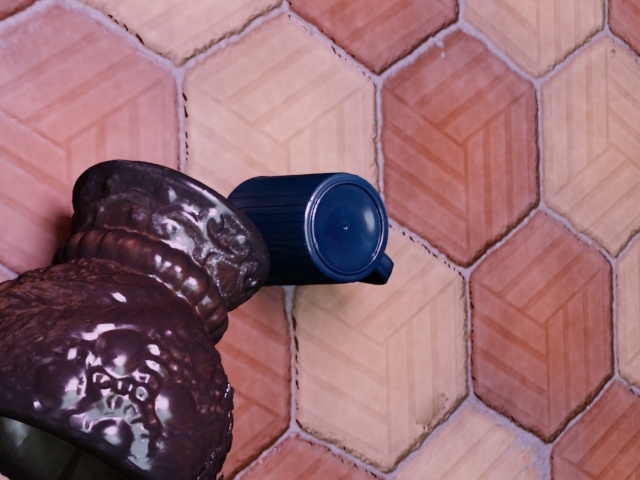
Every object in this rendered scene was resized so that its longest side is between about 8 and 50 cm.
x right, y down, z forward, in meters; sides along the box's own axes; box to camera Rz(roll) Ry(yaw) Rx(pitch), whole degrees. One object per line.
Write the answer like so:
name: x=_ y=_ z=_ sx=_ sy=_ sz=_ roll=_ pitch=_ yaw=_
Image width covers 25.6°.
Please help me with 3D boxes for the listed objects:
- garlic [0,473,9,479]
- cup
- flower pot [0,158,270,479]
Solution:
garlic: x=-0.384 y=0.210 z=1.012 sx=0.313 sy=0.286 sz=0.249 roll=-28 pitch=71 yaw=-15
cup: x=-0.001 y=-0.011 z=1.399 sx=0.150 sy=0.138 sz=0.113 roll=-1 pitch=89 yaw=-38
flower pot: x=-0.177 y=0.089 z=1.199 sx=0.266 sy=0.266 sz=0.267 roll=42 pitch=54 yaw=-30
